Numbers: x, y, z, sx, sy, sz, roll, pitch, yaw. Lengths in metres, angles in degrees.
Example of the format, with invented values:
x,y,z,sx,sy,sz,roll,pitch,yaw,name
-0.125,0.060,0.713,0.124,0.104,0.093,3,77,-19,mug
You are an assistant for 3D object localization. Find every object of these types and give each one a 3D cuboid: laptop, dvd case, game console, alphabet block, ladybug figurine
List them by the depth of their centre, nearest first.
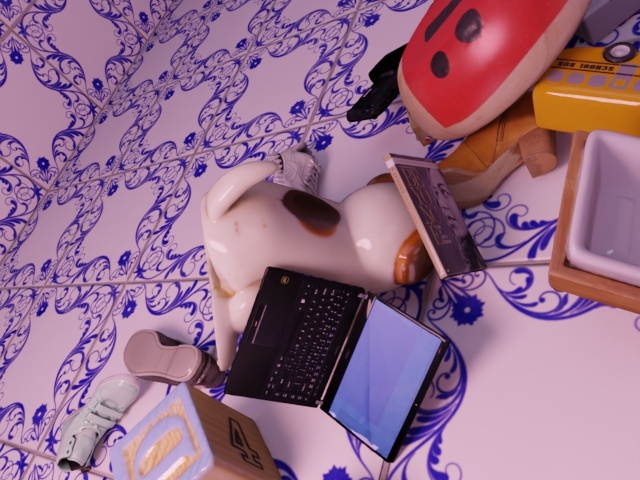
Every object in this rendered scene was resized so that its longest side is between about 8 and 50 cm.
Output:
x,y,z,sx,sy,sz,roll,pitch,yaw,name
0.015,0.194,0.885,0.136,0.265,0.234,-124,52,-64,laptop
0.197,-0.045,0.972,0.018,0.165,0.221,-33,72,34,dvd case
-0.208,0.396,0.983,0.192,0.197,0.193,-42,39,2,alphabet block
0.286,-0.371,1.031,0.449,0.162,0.305,-46,33,47,ladybug figurine
0.172,-0.391,1.384,0.213,0.044,0.361,-8,36,50,game console

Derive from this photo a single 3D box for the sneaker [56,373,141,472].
x,y,z,sx,sy,sz,roll,pitch,yaw,name
-0.495,0.418,1.294,0.256,0.094,0.151,-42,32,19,sneaker

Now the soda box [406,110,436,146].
x,y,z,sx,sy,sz,roll,pitch,yaw,name
0.232,-0.301,1.320,0.058,0.061,0.181,-27,42,22,soda box

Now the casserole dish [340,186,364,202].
x,y,z,sx,sy,sz,roll,pitch,yaw,name
0.100,-0.041,1.227,0.114,0.037,0.188,-42,40,3,casserole dish

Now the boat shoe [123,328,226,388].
x,y,z,sx,sy,sz,roll,pitch,yaw,name
-0.337,0.277,1.302,0.335,0.095,0.112,1,59,47,boat shoe

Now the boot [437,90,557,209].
x,y,z,sx,sy,sz,roll,pitch,yaw,name
0.308,-0.179,1.131,0.295,0.104,0.211,-17,41,23,boot

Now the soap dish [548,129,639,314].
x,y,z,sx,sy,sz,roll,pitch,yaw,name
0.446,-0.003,0.738,0.291,0.118,0.228,17,64,9,soap dish

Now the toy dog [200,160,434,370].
x,y,z,sx,sy,sz,roll,pitch,yaw,name
0.000,0.000,1.025,0.408,0.395,0.284,-6,36,-12,toy dog

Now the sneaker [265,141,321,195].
x,y,z,sx,sy,sz,roll,pitch,yaw,name
-0.051,-0.151,1.411,0.118,0.110,0.292,-28,41,6,sneaker

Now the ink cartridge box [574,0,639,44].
x,y,z,sx,sy,sz,roll,pitch,yaw,name
0.560,-0.503,1.203,0.127,0.072,0.175,-37,39,11,ink cartridge box

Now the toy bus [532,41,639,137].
x,y,z,sx,sy,sz,roll,pitch,yaw,name
0.526,-0.226,0.914,0.333,0.108,0.130,20,65,36,toy bus
